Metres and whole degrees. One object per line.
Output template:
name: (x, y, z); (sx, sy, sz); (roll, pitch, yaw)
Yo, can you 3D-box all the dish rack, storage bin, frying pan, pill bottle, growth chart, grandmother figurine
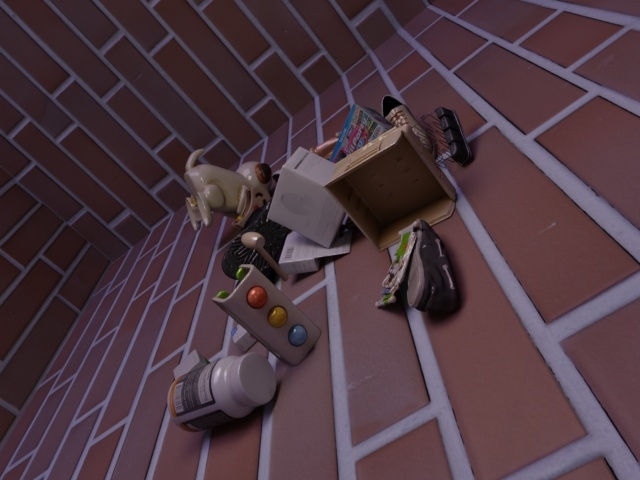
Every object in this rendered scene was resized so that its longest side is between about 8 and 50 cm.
dish rack: (0.317, -0.271, 1.709); (0.272, 0.074, 0.208); (-34, 52, 36)
storage bin: (0.198, -0.144, 1.524); (0.260, 0.262, 0.123); (-28, 24, 31)
frying pan: (-0.213, 0.146, 1.947); (0.197, 0.053, 0.326); (-44, 23, -5)
pill bottle: (-0.259, 0.397, 1.445); (0.279, 0.162, 0.162); (-27, 27, 31)
growth chart: (0.191, 0.061, 1.367); (0.172, 0.021, 0.237); (123, 168, -70)
grandmother figurine: (0.129, -0.446, 2.366); (0.343, 0.104, 0.208); (-27, 6, 22)

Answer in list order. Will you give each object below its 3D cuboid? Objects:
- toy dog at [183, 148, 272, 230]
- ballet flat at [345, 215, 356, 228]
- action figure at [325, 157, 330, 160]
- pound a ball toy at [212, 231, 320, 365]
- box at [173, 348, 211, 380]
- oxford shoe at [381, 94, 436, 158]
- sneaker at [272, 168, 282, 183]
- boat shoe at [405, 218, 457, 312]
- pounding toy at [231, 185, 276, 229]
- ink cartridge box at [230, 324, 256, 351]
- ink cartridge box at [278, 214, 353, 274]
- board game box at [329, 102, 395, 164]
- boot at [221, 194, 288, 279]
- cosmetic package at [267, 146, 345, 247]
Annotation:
toy dog: (-0.425, -0.249, 2.620); (0.408, 0.395, 0.285); (-17, -5, -28)
ballet flat: (0.155, -0.139, 1.841); (0.249, 0.058, 0.084); (-51, 31, -20)
action figure: (0.111, -0.262, 2.083); (0.232, 0.137, 0.064); (-6, 9, 39)
pound a ball toy: (-0.125, 0.152, 1.451); (0.208, 0.319, 0.136); (-52, 24, -21)
box: (-0.391, 0.417, 1.716); (0.102, 0.087, 0.101); (-45, 23, -5)
oxford shoe: (0.283, -0.377, 1.908); (0.141, 0.146, 0.397); (-34, 35, 11)
sneaker: (-0.097, -0.301, 2.502); (0.290, 0.105, 0.123); (6, 49, 47)
boat shoe: (0.260, 0.061, 1.309); (0.335, 0.096, 0.112); (-76, 4, -59)
pounding toy: (-0.273, -0.156, 2.448); (0.269, 0.154, 0.155); (-53, 25, -22)
ink cartridge box: (-0.216, 0.276, 1.726); (0.122, 0.052, 0.088); (-43, 22, -3)
ink cartridge box: (0.000, 0.000, 1.859); (0.239, 0.060, 0.275); (-8, 33, 14)
board game box: (0.163, -0.276, 1.768); (0.223, 0.098, 0.303); (-66, 33, 25)
boot: (-0.263, 0.004, 2.064); (0.367, 0.146, 0.445); (-50, 13, -18)
cosmetic package: (-0.019, -0.134, 1.730); (0.138, 0.225, 0.224); (-57, -7, -46)
